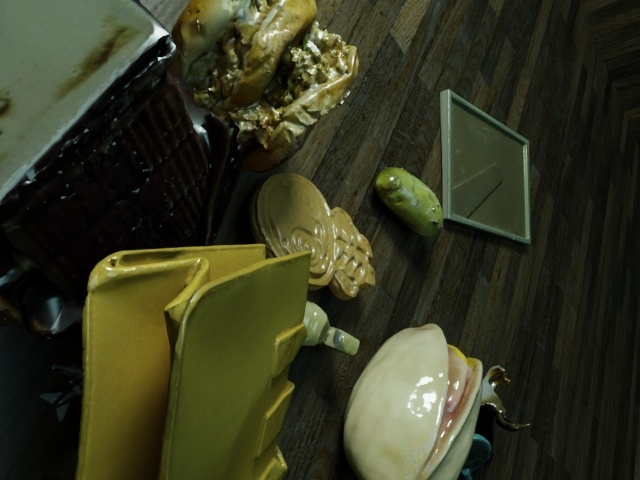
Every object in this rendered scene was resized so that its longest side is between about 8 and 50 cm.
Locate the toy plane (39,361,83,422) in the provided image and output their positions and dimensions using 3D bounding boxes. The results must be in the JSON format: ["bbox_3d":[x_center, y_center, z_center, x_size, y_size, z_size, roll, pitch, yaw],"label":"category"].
[{"bbox_3d":[-0.272,0.166,0.564,0.083,0.031,0.079,-38,97,-37],"label":"toy plane"}]

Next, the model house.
[{"bbox_3d":[-0.248,-0.078,0.506,0.297,0.317,0.282,-41,155,-13],"label":"model house"}]

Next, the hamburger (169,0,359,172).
[{"bbox_3d":[-0.077,-0.239,0.663,0.211,0.260,0.245,39,26,-16],"label":"hamburger"}]

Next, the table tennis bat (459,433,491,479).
[{"bbox_3d":[0.303,0.476,1.040,0.033,0.124,0.201,-102,175,-59],"label":"table tennis bat"}]

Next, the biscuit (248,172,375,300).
[{"bbox_3d":[0.001,0.000,0.804,0.288,0.044,0.202,31,45,-37],"label":"biscuit"}]

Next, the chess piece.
[{"bbox_3d":[-0.025,0.132,0.768,0.200,0.090,0.090,34,62,-38],"label":"chess piece"}]

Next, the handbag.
[{"bbox_3d":[-0.116,0.206,0.496,0.283,0.133,0.401,-8,107,-66],"label":"handbag"}]

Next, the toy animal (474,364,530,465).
[{"bbox_3d":[0.354,0.339,1.045,0.272,0.197,0.160,53,49,-19],"label":"toy animal"}]

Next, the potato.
[{"bbox_3d":[0.179,-0.081,0.997,0.188,0.085,0.105,33,41,-32],"label":"potato"}]

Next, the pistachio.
[{"bbox_3d":[0.159,0.295,0.825,0.230,0.229,0.309,54,55,-25],"label":"pistachio"}]

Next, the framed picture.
[{"bbox_3d":[0.453,-0.174,1.311,0.446,0.028,0.326,12,76,-42],"label":"framed picture"}]
